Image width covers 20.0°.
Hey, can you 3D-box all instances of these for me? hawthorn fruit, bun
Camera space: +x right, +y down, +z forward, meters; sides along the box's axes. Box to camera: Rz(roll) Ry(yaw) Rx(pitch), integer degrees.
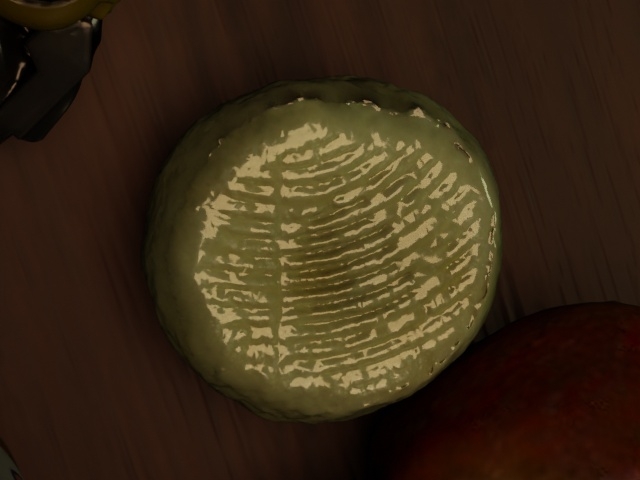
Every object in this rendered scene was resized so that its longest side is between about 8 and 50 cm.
[{"bbox_3d":[0.106,0.144,0.991,0.248,0.208,0.208,-10,97,-1],"label":"hawthorn fruit"},{"bbox_3d":[0.000,0.000,0.979,0.195,0.118,0.195,-2,99,-11],"label":"bun"}]

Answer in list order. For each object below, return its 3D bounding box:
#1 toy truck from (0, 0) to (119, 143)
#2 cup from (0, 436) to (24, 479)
[{"bbox_3d":[-0.202,-0.158,0.907,0.224,0.147,0.165,30,108,-13],"label":"toy truck"},{"bbox_3d":[-0.219,0.181,0.826,0.212,0.317,0.212,-1,95,-15],"label":"cup"}]
